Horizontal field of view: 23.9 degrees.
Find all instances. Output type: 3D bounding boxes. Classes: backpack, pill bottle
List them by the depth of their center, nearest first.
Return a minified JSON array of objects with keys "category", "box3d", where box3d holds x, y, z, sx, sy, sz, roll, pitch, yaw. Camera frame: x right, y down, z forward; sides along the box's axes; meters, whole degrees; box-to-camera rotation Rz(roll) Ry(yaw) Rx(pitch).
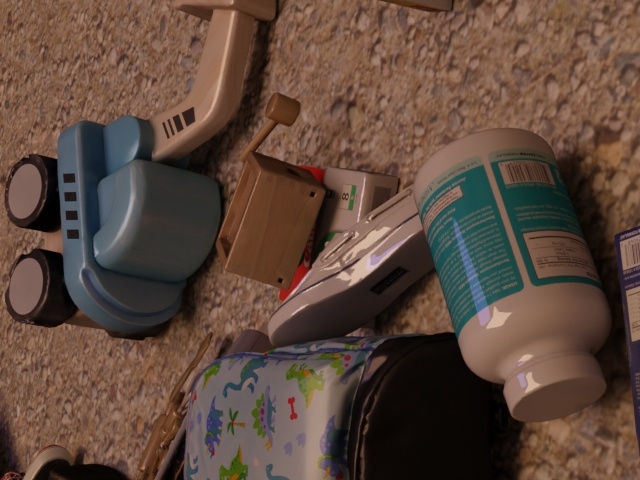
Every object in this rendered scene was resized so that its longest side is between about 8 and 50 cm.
[{"category":"pill bottle","box3d":[0.187,0.035,1.434,0.146,0.146,0.264,-46,47,43]},{"category":"backpack","box3d":[0.011,0.226,1.613,0.355,0.273,0.290,-170,81,-71]}]

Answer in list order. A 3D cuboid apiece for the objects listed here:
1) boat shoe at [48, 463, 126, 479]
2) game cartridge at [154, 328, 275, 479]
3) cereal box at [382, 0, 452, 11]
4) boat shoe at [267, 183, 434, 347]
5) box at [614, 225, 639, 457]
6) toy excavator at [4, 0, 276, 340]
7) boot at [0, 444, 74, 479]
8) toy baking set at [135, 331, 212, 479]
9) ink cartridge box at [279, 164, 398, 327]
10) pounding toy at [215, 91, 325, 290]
[{"category":"boat shoe","box3d":[-0.304,0.408,2.168,0.324,0.122,0.120,-169,81,-65]},{"category":"game cartridge","box3d":[-0.148,0.254,1.897,0.060,0.196,0.294,31,122,7]},{"category":"cereal box","box3d":[0.082,-0.382,1.652,0.047,0.173,0.240,8,91,56]},{"category":"boat shoe","box3d":[0.043,0.029,1.676,0.258,0.095,0.084,-34,51,18]},{"category":"box","box3d":[0.324,0.087,1.313,0.136,0.036,0.225,-25,63,53]},{"category":"toy excavator","box3d":[-0.218,-0.109,2.078,0.445,0.222,0.433,-23,64,38]},{"category":"boot","box3d":[-0.474,0.394,2.453,0.176,0.088,0.244,56,133,48]},{"category":"toy baking set","box3d":[-0.196,0.253,2.028,0.256,0.030,0.197,-69,12,-20]},{"category":"ink cartridge box","box3d":[0.000,0.000,1.819,0.224,0.056,0.181,12,94,56]},{"category":"pounding toy","box3d":[-0.047,-0.067,1.814,0.181,0.094,0.206,-123,53,-74]}]
